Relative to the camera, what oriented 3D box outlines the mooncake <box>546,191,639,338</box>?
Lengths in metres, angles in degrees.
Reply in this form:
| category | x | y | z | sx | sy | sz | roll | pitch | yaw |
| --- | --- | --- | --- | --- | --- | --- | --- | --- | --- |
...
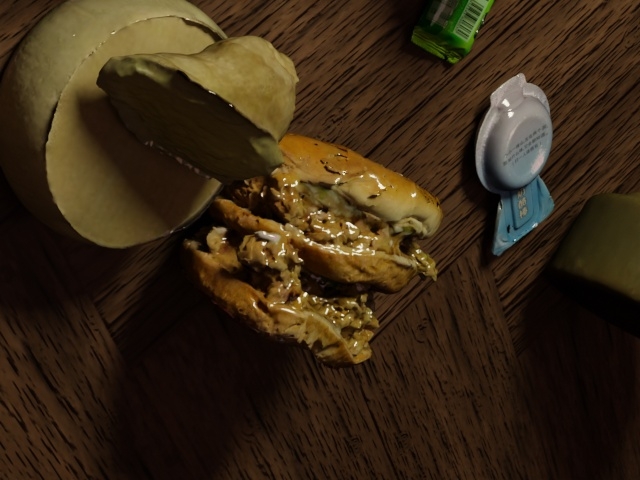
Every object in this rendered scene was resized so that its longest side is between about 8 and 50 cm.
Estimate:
| category | x | y | z | sx | sy | sz | roll | pitch | yaw |
| --- | --- | --- | --- | --- | --- | --- | --- | --- | --- |
| mooncake | 0.459 | 0.046 | 2.114 | 0.284 | 0.284 | 0.156 | 38 | 76 | -50 |

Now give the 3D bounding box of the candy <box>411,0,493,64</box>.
| category | x | y | z | sx | sy | sz | roll | pitch | yaw |
| --- | --- | --- | --- | --- | --- | --- | --- | --- | --- |
| candy | 0.168 | -0.293 | 1.798 | 0.102 | 0.032 | 0.178 | 20 | 98 | -46 |

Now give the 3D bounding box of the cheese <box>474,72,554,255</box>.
| category | x | y | z | sx | sy | sz | roll | pitch | yaw |
| --- | --- | --- | --- | --- | --- | --- | --- | --- | --- |
| cheese | 0.245 | -0.099 | 1.977 | 0.135 | 0.052 | 0.245 | -35 | 135 | -24 |

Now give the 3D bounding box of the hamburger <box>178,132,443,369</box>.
| category | x | y | z | sx | sy | sz | roll | pitch | yaw |
| --- | --- | --- | --- | --- | --- | --- | --- | --- | --- |
| hamburger | -0.005 | 0.007 | 1.635 | 0.260 | 0.245 | 0.211 | 24 | 91 | -12 |

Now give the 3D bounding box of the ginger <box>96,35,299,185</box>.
| category | x | y | z | sx | sy | sz | roll | pitch | yaw |
| --- | --- | --- | --- | --- | --- | --- | --- | --- | --- |
| ginger | -0.103 | -0.143 | 1.408 | 0.193 | 0.115 | 0.123 | 32 | 68 | -40 |

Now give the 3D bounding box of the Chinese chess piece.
| category | x | y | z | sx | sy | sz | roll | pitch | yaw |
| --- | --- | --- | --- | --- | --- | --- | --- | --- | --- |
| Chinese chess piece | -0.183 | -0.115 | 1.477 | 0.249 | 0.103 | 0.250 | -23 | 127 | -35 |
